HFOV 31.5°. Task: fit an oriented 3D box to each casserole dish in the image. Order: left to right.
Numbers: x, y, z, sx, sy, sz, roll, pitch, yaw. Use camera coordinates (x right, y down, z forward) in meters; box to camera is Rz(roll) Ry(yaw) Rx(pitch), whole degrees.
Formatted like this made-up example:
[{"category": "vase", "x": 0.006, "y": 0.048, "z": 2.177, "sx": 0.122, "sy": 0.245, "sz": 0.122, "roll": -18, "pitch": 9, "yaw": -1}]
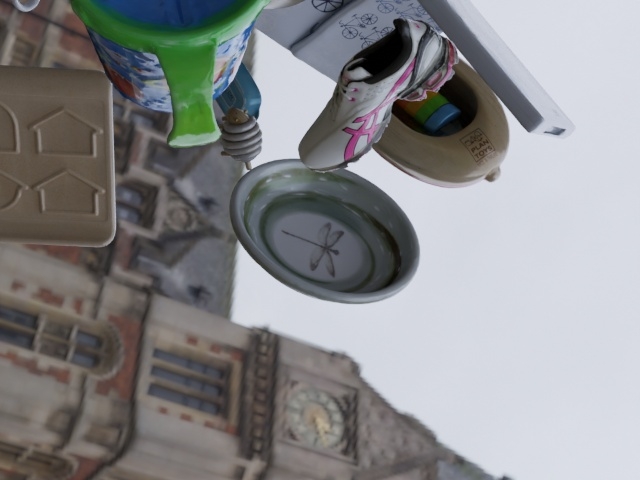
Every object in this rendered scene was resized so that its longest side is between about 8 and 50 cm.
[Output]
[{"category": "casserole dish", "x": -0.188, "y": -0.319, "z": 2.345, "sx": 0.188, "sy": 0.037, "sz": 0.114, "roll": 58, "pitch": -40, "yaw": 15}]

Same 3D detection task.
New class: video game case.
[{"category": "video game case", "x": 0.271, "y": -0.299, "z": 1.812, "sx": 0.036, "sy": 0.329, "sz": 0.300, "roll": -42, "pitch": 168, "yaw": 18}]

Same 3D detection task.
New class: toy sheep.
[{"category": "toy sheep", "x": -0.153, "y": -0.196, "z": 2.193, "sx": 0.091, "sy": 0.091, "sz": 0.132, "roll": -113, "pitch": -173, "yaw": -57}]

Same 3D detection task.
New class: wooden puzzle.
[{"category": "wooden puzzle", "x": -0.555, "y": -0.166, "z": 2.179, "sx": 0.080, "sy": 0.322, "sz": 0.348, "roll": -94, "pitch": -173, "yaw": -67}]

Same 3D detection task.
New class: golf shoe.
[{"category": "golf shoe", "x": 0.037, "y": -0.140, "z": 1.071, "sx": 0.186, "sy": 0.086, "sz": 0.067, "roll": -43, "pitch": -132, "yaw": 22}]

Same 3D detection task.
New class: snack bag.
[{"category": "snack bag", "x": 0.038, "y": -0.435, "z": 2.172, "sx": 0.323, "sy": 0.342, "sz": 0.037, "roll": -29, "pitch": -139, "yaw": 43}]

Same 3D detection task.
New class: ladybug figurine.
[{"category": "ladybug figurine", "x": 0.218, "y": -0.268, "z": 2.457, "sx": 0.449, "sy": 0.305, "sz": 0.162, "roll": 49, "pitch": -24, "yaw": 22}]

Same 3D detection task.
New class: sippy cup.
[{"category": "sippy cup", "x": -0.171, "y": -0.266, "z": 1.292, "sx": 0.224, "sy": 0.240, "sz": 0.306, "roll": 106, "pitch": 8, "yaw": -67}]

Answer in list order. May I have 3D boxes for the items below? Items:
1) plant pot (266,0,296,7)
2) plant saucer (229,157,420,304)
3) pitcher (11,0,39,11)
[{"category": "plant pot", "x": -0.106, "y": -0.475, "z": 1.801, "sx": 0.256, "sy": 0.256, "sz": 0.274, "roll": -58, "pitch": -176, "yaw": 21}, {"category": "plant saucer", "x": 0.000, "y": 0.000, "z": 2.287, "sx": 0.400, "sy": 0.400, "sz": 0.101, "roll": -96, "pitch": -156, "yaw": -46}, {"category": "pitcher", "x": -0.581, "y": -0.542, "z": 2.187, "sx": 0.178, "sy": 0.125, "sz": 0.207, "roll": -66, "pitch": 160, "yaw": 4}]
